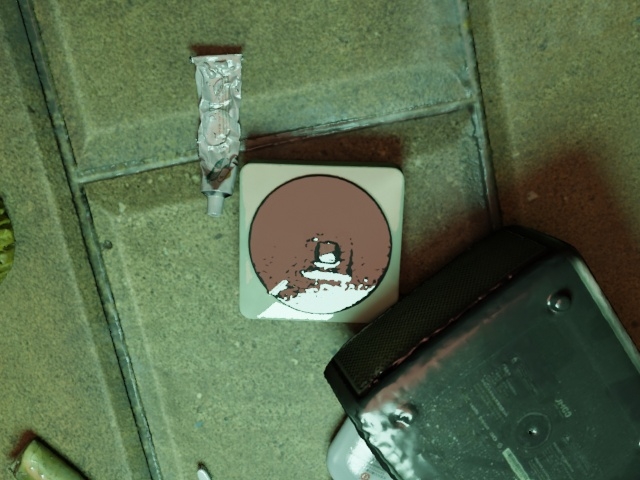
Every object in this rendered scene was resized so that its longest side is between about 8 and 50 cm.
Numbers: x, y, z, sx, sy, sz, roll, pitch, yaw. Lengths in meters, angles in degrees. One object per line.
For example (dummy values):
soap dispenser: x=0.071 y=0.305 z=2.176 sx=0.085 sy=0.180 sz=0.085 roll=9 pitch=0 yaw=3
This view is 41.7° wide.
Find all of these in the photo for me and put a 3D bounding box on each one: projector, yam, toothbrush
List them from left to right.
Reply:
yam: x=-0.396 y=0.499 z=1.492 sx=0.083 sy=0.083 sz=0.371 roll=-43 pitch=100 yaw=11
toothbrush: x=-0.157 y=0.528 z=1.520 sx=0.020 sy=0.025 sz=0.287 roll=-23 pitch=104 yaw=5
projector: x=0.000 y=0.000 z=1.353 sx=0.259 sy=0.079 sz=0.257 roll=2 pitch=104 yaw=1
projector: x=0.273 y=0.246 z=1.283 sx=0.405 sy=0.242 sz=0.395 roll=-36 pitch=107 yaw=-3

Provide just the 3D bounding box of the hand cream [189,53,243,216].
hand cream: x=-0.163 y=-0.166 z=1.334 sx=0.084 sy=0.050 sz=0.257 roll=0 pitch=98 yaw=-1

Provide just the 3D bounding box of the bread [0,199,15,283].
bread: x=-0.628 y=0.004 z=1.342 sx=0.253 sy=0.142 sz=0.228 roll=5 pitch=97 yaw=2

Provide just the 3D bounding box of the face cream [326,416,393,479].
face cream: x=0.088 y=0.369 z=1.447 sx=0.143 sy=0.071 sz=0.291 roll=27 pitch=102 yaw=-7
